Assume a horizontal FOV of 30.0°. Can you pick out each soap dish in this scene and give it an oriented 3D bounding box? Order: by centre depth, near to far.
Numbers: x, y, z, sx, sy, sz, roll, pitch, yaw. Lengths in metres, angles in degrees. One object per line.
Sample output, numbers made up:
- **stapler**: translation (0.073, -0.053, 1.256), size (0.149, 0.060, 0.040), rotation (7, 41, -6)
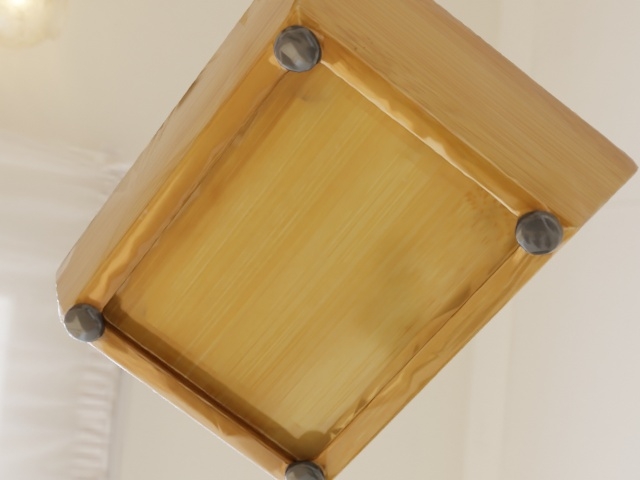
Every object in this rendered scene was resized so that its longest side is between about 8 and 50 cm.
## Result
- **soap dish**: translation (0.000, 0.000, 0.693), size (0.291, 0.229, 0.118), rotation (-49, -173, 26)
